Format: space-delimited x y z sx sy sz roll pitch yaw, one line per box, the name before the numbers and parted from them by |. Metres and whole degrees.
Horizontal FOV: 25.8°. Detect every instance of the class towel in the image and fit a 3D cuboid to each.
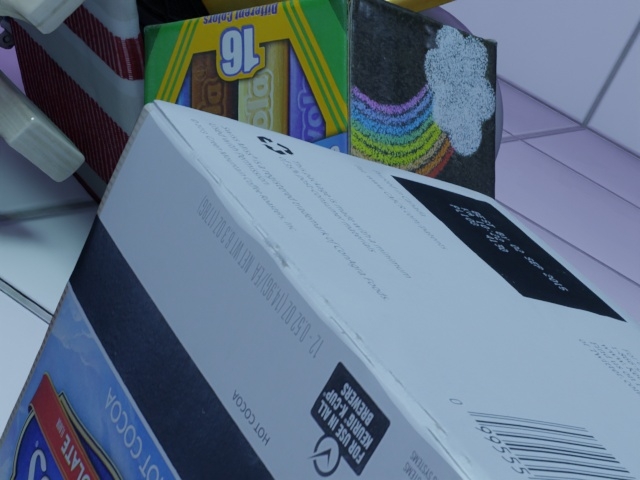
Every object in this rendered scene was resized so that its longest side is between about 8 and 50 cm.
towel | -0.184 -0.173 1.056 0.037 0.329 0.237 -22 42 -23

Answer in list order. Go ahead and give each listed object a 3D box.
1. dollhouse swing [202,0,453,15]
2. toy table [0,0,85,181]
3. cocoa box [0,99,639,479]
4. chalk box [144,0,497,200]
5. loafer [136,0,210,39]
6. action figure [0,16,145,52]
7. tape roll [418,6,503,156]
dollhouse swing | 0.008 -0.344 1.064 0.315 0.305 0.347 59 9 -69
toy table | -0.265 -0.138 0.906 0.161 0.274 0.252 48 13 32
cocoa box | 0.036 0.132 0.594 0.231 0.228 0.347 14 21 -36
chalk box | 0.000 0.000 0.939 0.179 0.289 0.180 -2 -6 38
loafer | -0.108 -0.203 1.202 0.109 0.095 0.302 61 30 1
action figure | -0.248 -0.207 1.297 0.275 0.164 0.141 20 22 -5
tape roll | 0.038 -0.099 1.254 0.246 0.246 0.169 28 17 2
